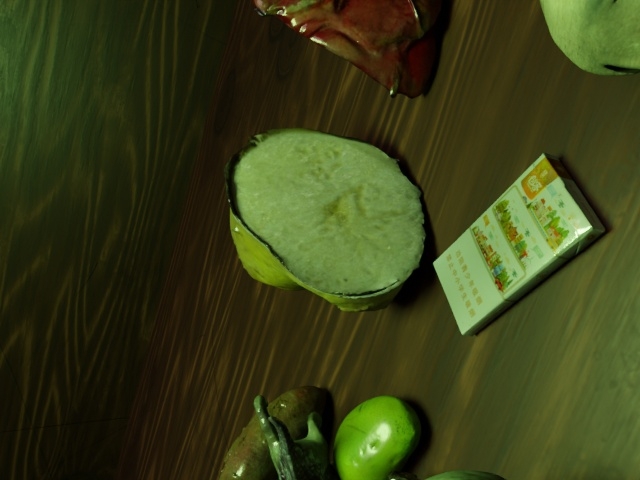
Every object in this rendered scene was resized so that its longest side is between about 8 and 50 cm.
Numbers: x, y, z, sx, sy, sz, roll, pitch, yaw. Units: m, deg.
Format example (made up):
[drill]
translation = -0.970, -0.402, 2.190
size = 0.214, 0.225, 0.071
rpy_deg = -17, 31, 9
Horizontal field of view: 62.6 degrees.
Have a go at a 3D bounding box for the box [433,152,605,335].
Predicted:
[box]
translation = 0.232, 0.011, 0.656
size = 0.220, 0.032, 0.122
rpy_deg = -54, 35, 40

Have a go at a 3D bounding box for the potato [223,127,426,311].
[potato]
translation = 0.000, 0.000, 0.956
size = 0.397, 0.290, 0.296
rpy_deg = 37, 152, 21

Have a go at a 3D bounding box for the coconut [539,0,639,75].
[coconut]
translation = 0.295, -0.251, 0.464
size = 0.224, 0.224, 0.224
rpy_deg = -32, 52, 54

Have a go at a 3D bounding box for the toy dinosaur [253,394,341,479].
[toy dinosaur]
translation = -0.013, 0.350, 0.809
size = 0.077, 0.294, 0.162
rpy_deg = -37, 20, 6

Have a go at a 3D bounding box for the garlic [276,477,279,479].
[garlic]
translation = -0.078, 0.465, 1.000
size = 0.147, 0.102, 0.159
rpy_deg = 27, 116, 48

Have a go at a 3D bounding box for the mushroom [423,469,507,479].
[mushroom]
translation = 0.136, 0.365, 0.416
size = 0.352, 0.260, 0.352
rpy_deg = -1, -90, -76

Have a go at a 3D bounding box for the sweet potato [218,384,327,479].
[sweet potato]
translation = -0.117, 0.381, 0.891
size = 0.109, 0.385, 0.109
rpy_deg = 26, 136, 27

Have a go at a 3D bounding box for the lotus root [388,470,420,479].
[lotus root]
translation = 0.089, 0.429, 0.656
size = 0.154, 0.140, 0.257
rpy_deg = 164, 125, -74

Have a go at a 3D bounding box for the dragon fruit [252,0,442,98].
[dragon fruit]
translation = 0.054, -0.421, 0.856
size = 0.228, 0.329, 0.286
rpy_deg = -54, 34, 28

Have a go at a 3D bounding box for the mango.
[mango]
translation = 0.082, 0.296, 0.783
size = 0.163, 0.089, 0.117
rpy_deg = -54, 26, 18
